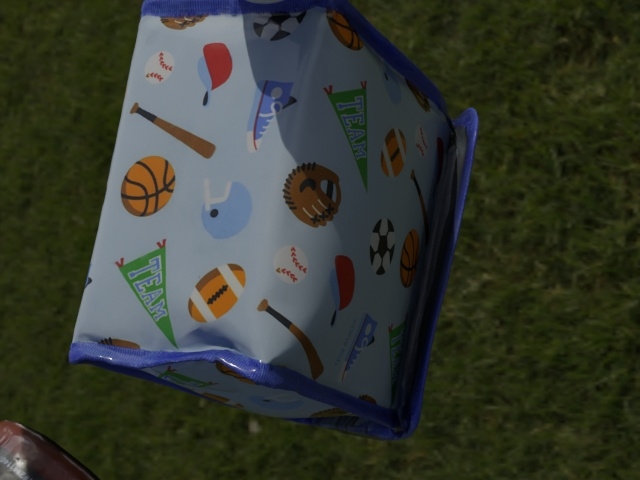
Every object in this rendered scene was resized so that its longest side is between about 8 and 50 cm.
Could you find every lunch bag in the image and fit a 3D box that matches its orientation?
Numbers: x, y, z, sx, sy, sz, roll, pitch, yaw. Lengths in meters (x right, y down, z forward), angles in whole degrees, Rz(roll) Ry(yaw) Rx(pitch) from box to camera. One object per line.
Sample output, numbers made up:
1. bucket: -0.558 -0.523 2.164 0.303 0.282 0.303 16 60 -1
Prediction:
1. lunch bag: 0.000 0.000 1.103 0.239 0.385 0.328 5 76 29

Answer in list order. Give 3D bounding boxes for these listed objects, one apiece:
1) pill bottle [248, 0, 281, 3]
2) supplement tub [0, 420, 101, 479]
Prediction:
1. pill bottle: -0.046 -0.256 0.924 0.094 0.094 0.169 -49 33 35
2. supplement tub: -0.189 0.195 0.621 0.106 0.106 0.198 10 53 51
